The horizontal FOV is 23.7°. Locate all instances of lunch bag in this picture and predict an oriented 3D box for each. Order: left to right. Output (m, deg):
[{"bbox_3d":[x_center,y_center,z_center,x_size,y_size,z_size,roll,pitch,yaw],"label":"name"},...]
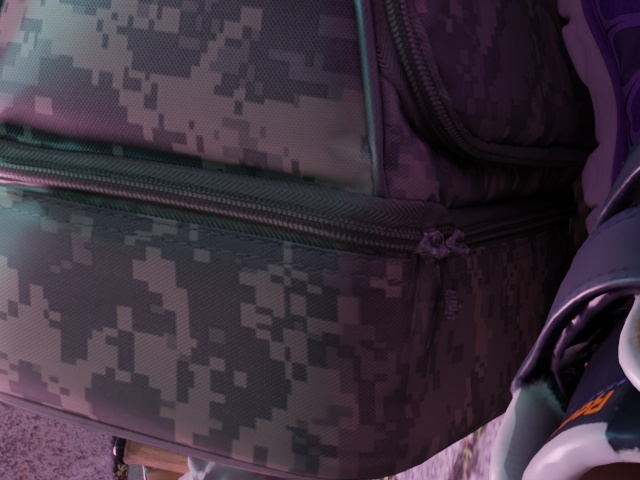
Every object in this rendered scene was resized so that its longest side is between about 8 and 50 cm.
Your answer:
[{"bbox_3d":[-0.001,-0.058,0.638,0.305,0.213,0.256,-7,-76,-66],"label":"lunch bag"}]

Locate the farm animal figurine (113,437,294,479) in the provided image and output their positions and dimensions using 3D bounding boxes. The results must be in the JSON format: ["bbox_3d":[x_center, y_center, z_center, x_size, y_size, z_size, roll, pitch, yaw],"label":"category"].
[{"bbox_3d":[-0.005,0.278,0.692,0.330,0.172,0.326,68,-150,-48],"label":"farm animal figurine"}]

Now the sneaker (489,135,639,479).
[{"bbox_3d":[0.121,0.020,0.423,0.126,0.127,0.321,114,163,-56],"label":"sneaker"}]

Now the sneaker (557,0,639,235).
[{"bbox_3d":[0.141,-0.069,0.587,0.071,0.068,0.169,-33,56,55],"label":"sneaker"}]
